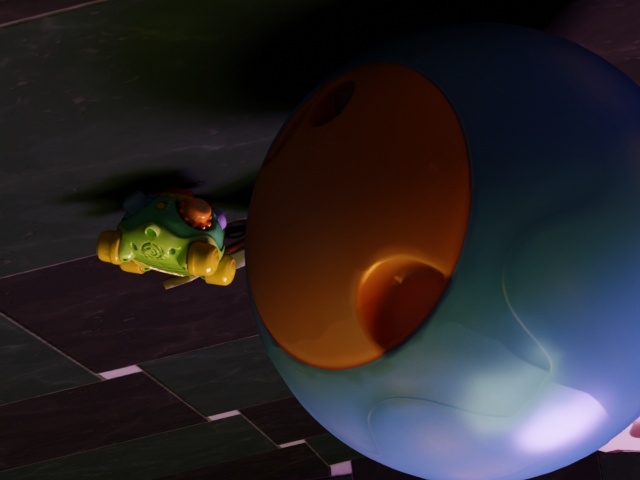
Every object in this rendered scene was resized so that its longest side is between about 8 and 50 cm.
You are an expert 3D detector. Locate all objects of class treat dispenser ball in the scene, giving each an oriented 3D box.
[{"bbox_3d":[0.096,0.007,1.007,0.288,0.288,0.288,-12,166,-3],"label":"treat dispenser ball"}]

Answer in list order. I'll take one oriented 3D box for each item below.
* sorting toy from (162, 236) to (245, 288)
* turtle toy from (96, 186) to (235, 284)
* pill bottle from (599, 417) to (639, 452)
[{"bbox_3d":[0.000,0.000,1.293,0.274,0.046,0.132,-22,-175,32],"label":"sorting toy"},{"bbox_3d":[-0.109,-0.005,1.225,0.095,0.066,0.130,8,173,13],"label":"turtle toy"},{"bbox_3d":[0.357,0.094,1.573,0.392,0.224,0.224,1,164,-5],"label":"pill bottle"}]
